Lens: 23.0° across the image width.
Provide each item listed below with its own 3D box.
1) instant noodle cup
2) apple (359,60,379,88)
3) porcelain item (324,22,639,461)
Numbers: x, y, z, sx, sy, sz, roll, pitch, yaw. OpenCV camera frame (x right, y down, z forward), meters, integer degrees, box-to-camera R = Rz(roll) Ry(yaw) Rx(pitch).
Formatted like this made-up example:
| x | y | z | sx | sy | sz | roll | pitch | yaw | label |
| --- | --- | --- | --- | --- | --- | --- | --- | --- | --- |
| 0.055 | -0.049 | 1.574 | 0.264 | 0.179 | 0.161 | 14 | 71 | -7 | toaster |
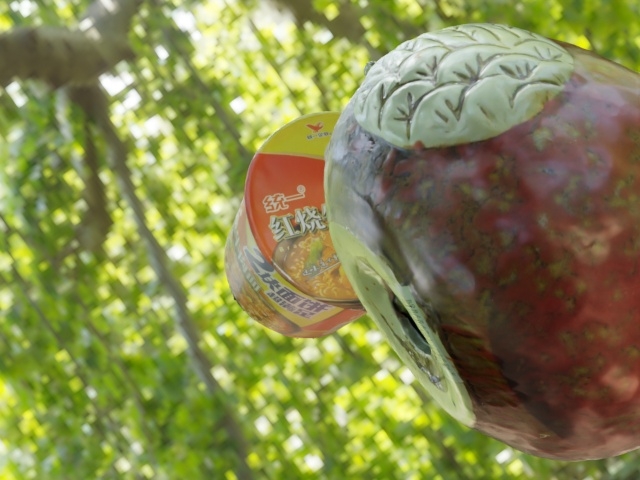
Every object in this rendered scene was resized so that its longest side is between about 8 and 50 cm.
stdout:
| x | y | z | sx | sy | sz | roll | pitch | yaw | label |
| --- | --- | --- | --- | --- | --- | --- | --- | --- | --- |
| 0.000 | 0.000 | 1.600 | 0.213 | 0.213 | 0.174 | -35 | -8 | -29 | instant noodle cup |
| 0.117 | 0.013 | 1.086 | 0.120 | 0.265 | 0.193 | -13 | -46 | -29 | apple |
| 0.134 | -0.015 | 0.812 | 0.253 | 0.253 | 0.253 | -36 | -3 | -2 | porcelain item |
